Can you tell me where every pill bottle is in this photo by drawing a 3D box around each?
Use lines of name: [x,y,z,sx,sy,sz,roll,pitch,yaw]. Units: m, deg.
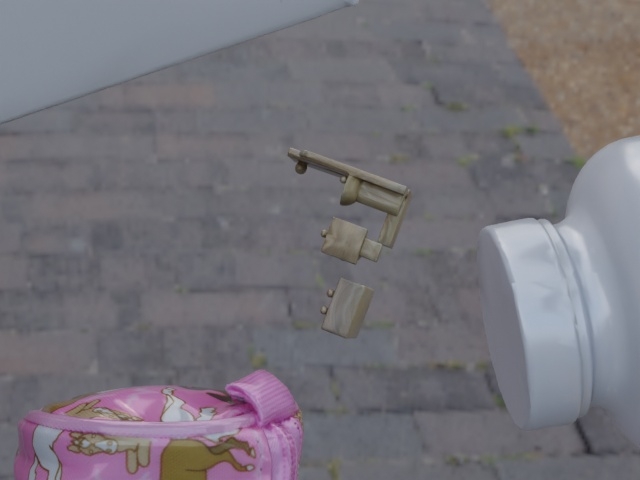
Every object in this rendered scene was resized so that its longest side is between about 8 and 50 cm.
pill bottle: [0.208,0.015,0.645,0.264,0.146,0.146,-11,32,-3]

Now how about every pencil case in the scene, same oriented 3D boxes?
pencil case: [-0.085,0.264,0.780,0.167,0.386,0.160,-1,-4,-13]

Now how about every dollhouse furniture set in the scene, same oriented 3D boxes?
dollhouse furniture set: [0.000,0.000,1.376,0.123,0.151,0.144,20,-1,7]

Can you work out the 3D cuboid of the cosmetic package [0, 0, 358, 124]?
cosmetic package: [-0.190,-0.142,0.561,0.365,0.197,0.155,-19,33,3]
